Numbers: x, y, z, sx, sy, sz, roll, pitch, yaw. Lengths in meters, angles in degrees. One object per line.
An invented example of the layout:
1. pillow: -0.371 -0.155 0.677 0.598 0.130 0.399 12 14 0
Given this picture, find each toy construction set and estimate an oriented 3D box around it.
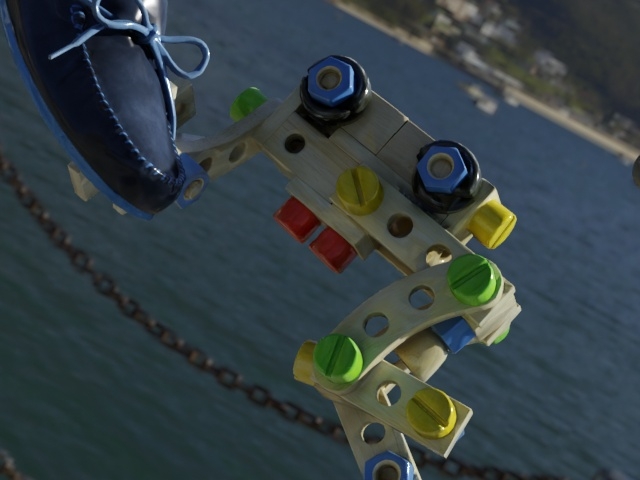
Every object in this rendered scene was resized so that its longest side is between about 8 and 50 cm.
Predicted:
1. toy construction set: 0.000 0.000 0.956 0.327 0.215 0.151 42 -5 7

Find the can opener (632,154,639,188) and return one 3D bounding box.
1. can opener: 0.252 -0.039 0.774 0.095 0.076 0.283 37 -1 -24

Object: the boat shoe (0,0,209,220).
1. boat shoe: -0.135 -0.134 0.848 0.258 0.089 0.109 62 13 24
